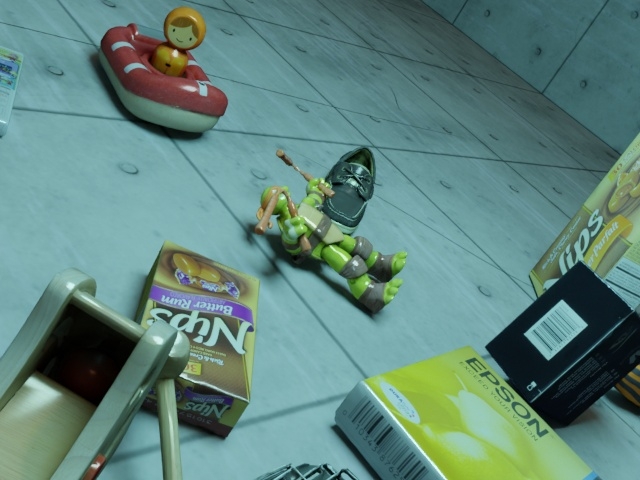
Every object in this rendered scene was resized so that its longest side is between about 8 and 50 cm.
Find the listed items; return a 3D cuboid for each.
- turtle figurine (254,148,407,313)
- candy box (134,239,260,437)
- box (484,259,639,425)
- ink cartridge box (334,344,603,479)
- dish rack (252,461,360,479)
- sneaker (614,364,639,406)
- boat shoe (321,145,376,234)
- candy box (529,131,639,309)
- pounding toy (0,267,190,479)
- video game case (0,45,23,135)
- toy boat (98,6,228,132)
[{"bbox_3d":[0.000,0.000,0.943,0.217,0.087,0.269,37,17,-7],"label":"turtle figurine"},{"bbox_3d":[-0.118,0.085,0.713,0.109,0.053,0.187,24,29,-16],"label":"candy box"},{"bbox_3d":[0.307,0.129,0.923,0.158,0.156,0.093,35,14,-50],"label":"box"},{"bbox_3d":[0.210,0.241,0.779,0.307,0.072,0.303,-8,47,-49],"label":"ink cartridge box"},{"bbox_3d":[0.024,0.281,0.515,0.271,0.074,0.208,42,27,22],"label":"dish rack"},{"bbox_3d":[0.560,0.250,1.068,0.321,0.125,0.180,20,28,-22],"label":"sneaker"},{"bbox_3d":[0.042,-0.085,1.143,0.080,0.073,0.224,29,26,-5],"label":"boat shoe"},{"bbox_3d":[0.461,-0.001,1.172,0.087,0.317,0.183,25,27,-11],"label":"candy box"},{"bbox_3d":[-0.136,0.128,0.469,0.154,0.154,0.270,31,39,-1],"label":"pounding toy"},{"bbox_3d":[-0.460,-0.206,0.877,0.212,0.023,0.193,17,30,-26],"label":"video game case"},{"bbox_3d":[-0.211,-0.260,1.087,0.151,0.151,0.231,5,37,-41],"label":"toy boat"}]
